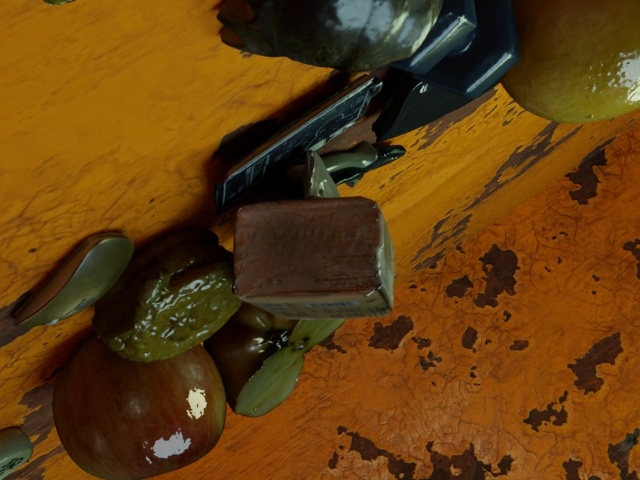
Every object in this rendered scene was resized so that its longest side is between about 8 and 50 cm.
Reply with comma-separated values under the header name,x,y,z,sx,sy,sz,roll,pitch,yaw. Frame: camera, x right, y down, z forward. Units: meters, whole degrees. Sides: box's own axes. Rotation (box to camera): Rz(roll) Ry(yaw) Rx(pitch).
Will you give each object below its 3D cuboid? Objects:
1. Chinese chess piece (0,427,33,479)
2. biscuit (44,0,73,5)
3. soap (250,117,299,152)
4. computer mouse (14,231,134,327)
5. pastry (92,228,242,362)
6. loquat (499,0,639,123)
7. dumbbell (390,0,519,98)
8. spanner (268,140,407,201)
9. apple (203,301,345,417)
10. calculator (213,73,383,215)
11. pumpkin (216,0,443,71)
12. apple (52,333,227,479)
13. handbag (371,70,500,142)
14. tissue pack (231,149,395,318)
name,x,y,z,sx,sy,sz,roll,pitch,yaw
Chinese chess piece,-0.599,0.404,1.700,0.144,0.058,0.144,-35,167,-9
biscuit,-0.125,-0.276,0.640,0.292,0.026,0.048,-46,-177,36
soap,-0.063,-0.141,1.291,0.089,0.012,0.034,-37,170,4
computer mouse,-0.329,0.063,1.244,0.199,0.045,0.102,-42,163,20
pastry,-0.237,0.082,1.406,0.235,0.132,0.240,-9,144,-48
loquat,0.373,-0.290,1.295,0.275,0.275,0.275,-34,167,-9
dumbbell,0.138,-0.262,1.107,0.160,0.144,0.325,-40,166,20
spanner,0.042,-0.121,1.572,0.325,0.040,0.095,-21,159,-45
apple,-0.070,0.170,1.757,0.295,0.328,0.365,-3,171,12
calculator,-0.036,-0.133,1.294,0.274,0.028,0.166,-36,175,-13
pumpkin,0.021,-0.234,0.907,0.254,0.149,0.130,-40,175,18
apple,-0.306,0.259,1.572,0.301,0.301,0.301,-34,167,-9
handbag,0.226,-0.267,1.461,0.332,0.075,0.191,-31,166,-27
tissue pack,0.000,0.000,1.417,0.238,0.238,0.305,-37,167,1
